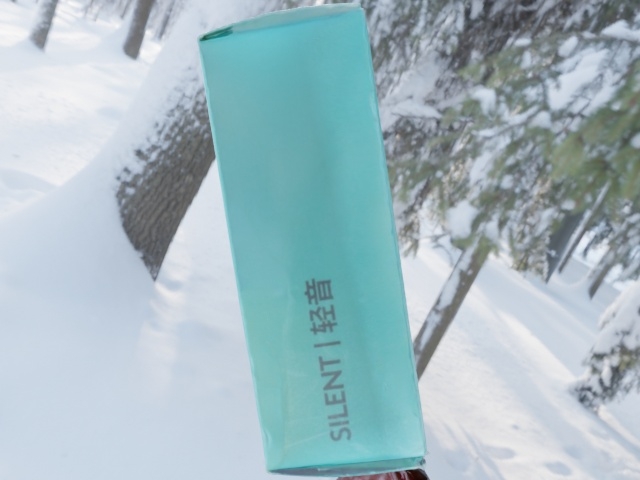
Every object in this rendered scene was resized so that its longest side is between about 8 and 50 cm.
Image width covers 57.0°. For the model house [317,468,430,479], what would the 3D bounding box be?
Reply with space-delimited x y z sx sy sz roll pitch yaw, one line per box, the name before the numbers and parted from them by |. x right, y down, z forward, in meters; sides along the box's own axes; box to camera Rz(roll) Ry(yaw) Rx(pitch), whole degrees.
model house | 0.065 0.448 0.857 0.160 0.254 0.196 55 4 -38

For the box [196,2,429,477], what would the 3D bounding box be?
box | 0.000 0.000 0.478 0.118 0.311 0.205 -9 4 5
